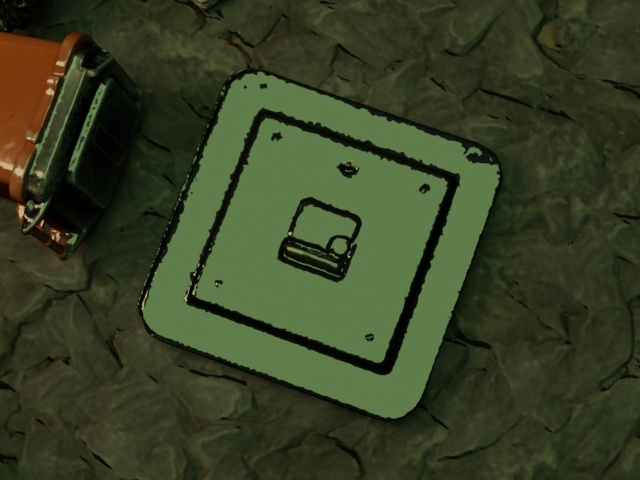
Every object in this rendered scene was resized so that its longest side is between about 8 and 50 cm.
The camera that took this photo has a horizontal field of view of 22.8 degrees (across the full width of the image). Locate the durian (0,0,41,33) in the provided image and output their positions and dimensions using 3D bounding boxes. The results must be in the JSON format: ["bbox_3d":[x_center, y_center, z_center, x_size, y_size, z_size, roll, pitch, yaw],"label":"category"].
[{"bbox_3d":[-0.336,-0.264,1.465,0.196,0.196,0.167,44,82,10],"label":"durian"}]

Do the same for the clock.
[{"bbox_3d":[0.000,0.000,1.450,0.279,0.049,0.273,19,79,6],"label":"clock"}]

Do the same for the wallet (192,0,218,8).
[{"bbox_3d":[-0.071,-0.304,1.524,0.190,0.033,0.095,-35,77,-5],"label":"wallet"}]

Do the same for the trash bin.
[{"bbox_3d":[-0.303,-0.103,1.440,0.239,0.161,0.184,15,79,14],"label":"trash bin"}]
